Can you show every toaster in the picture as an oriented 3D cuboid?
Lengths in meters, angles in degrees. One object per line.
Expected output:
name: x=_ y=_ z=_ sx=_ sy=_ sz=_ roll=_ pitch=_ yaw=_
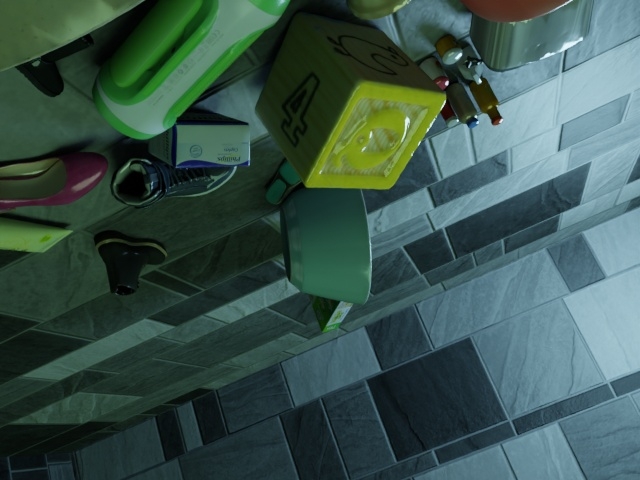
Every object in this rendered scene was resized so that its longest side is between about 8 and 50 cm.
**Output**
toaster: x=0.338 y=-0.380 z=0.998 sx=0.227 sy=0.129 sz=0.146 roll=-20 pitch=155 yaw=2

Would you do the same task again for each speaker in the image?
speaker: x=-0.176 y=-0.261 z=0.805 sx=0.296 sy=0.131 sz=0.131 roll=-34 pitch=155 yaw=30

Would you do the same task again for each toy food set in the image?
toy food set: x=0.272 y=-0.288 z=1.177 sx=0.111 sy=0.104 sz=0.232 roll=-29 pitch=157 yaw=19

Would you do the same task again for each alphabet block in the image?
alphabet block: x=0.040 y=-0.214 z=0.963 sx=0.192 sy=0.197 sz=0.193 roll=-5 pitch=137 yaw=-37

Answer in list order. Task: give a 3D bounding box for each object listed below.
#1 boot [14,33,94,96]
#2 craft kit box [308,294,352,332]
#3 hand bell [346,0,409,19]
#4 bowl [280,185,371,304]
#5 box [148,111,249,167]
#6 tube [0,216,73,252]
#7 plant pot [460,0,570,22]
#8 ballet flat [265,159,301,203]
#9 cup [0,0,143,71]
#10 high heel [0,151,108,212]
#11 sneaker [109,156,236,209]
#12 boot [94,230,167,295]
boot: x=-0.346 y=-0.247 z=0.803 sx=0.099 sy=0.045 sz=0.121 roll=-26 pitch=157 yaw=4
craft kit box: x=0.008 y=0.089 z=1.634 sx=0.061 sy=0.250 sz=0.246 roll=-15 pitch=156 yaw=-16
hand bell: x=0.028 y=-0.398 z=0.740 sx=0.126 sy=0.126 sz=0.242 roll=-29 pitch=145 yaw=20
bowl: x=0.000 y=0.000 z=1.369 sx=0.163 sy=0.311 sz=0.311 roll=-7 pitch=156 yaw=-9
box: x=-0.199 y=-0.166 z=0.988 sx=0.126 sy=0.137 sz=0.072 roll=-7 pitch=111 yaw=-32
tube: x=-0.581 y=-0.012 z=1.125 sx=0.070 sy=0.062 sz=0.240 roll=14 pitch=179 yaw=26
plant pot: x=0.171 y=-0.404 z=0.635 sx=0.243 sy=0.275 sz=0.275 roll=14 pitch=141 yaw=-38
ballet flat: x=-0.066 y=-0.139 z=1.315 sx=0.052 sy=0.057 sz=0.168 roll=-42 pitch=-179 yaw=-44
cup: x=-0.245 y=-0.309 z=0.445 sx=0.331 sy=0.331 sz=0.237 roll=-23 pitch=133 yaw=4
high heel: x=-0.472 y=-0.101 z=0.981 sx=0.244 sy=0.082 sz=0.117 roll=-11 pitch=170 yaw=10
sneaker: x=-0.254 y=-0.114 z=1.068 sx=0.226 sy=0.086 sz=0.163 roll=-18 pitch=-175 yaw=-8
boot: x=-0.410 y=0.068 z=1.354 sx=0.077 sy=0.137 sz=0.198 roll=-31 pitch=157 yaw=23
